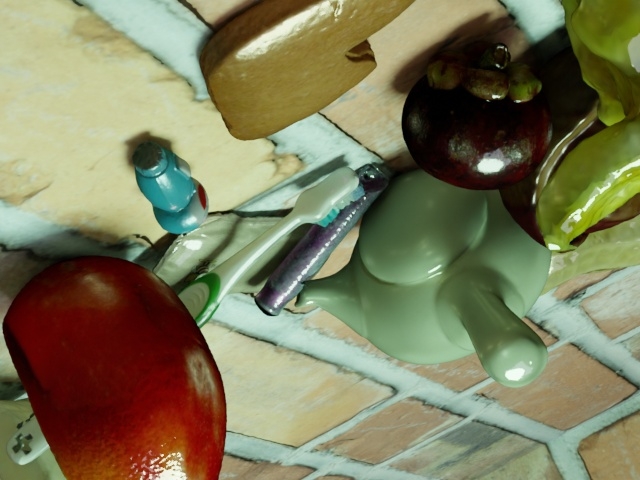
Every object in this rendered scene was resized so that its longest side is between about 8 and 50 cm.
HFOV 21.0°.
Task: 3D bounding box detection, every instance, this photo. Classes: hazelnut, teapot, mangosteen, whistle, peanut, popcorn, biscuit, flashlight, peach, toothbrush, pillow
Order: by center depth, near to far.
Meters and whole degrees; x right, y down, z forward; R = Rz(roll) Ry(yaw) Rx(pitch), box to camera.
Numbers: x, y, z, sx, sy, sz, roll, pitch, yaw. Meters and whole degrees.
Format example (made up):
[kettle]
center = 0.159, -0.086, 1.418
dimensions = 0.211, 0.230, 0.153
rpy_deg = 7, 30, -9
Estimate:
[biscuit]
center = 0.001, -0.145, 1.318
dimensions = 0.186, 0.036, 0.192
rpy_deg = -26, 163, -2
[popcorn]
center = 0.320, -0.134, 1.378
dimensions = 0.321, 0.290, 0.326
rpy_deg = -13, 141, 14
[flashlight]
center = -0.126, -0.043, 1.411
dimensions = 0.051, 0.051, 0.129
rpy_deg = -26, 158, 3
[mangosteen]
center = 0.136, -0.111, 1.468
dimensions = 0.140, 0.140, 0.140
rpy_deg = -23, 161, -8
[peach]
center = -0.170, 0.125, 1.479
dimensions = 0.158, 0.267, 0.154
rpy_deg = -31, 146, 11
[hazelnut]
center = 0.248, -0.094, 1.568
dimensions = 0.201, 0.160, 0.170
rpy_deg = -43, 169, 34
[toothbrush]
center = -0.129, 0.070, 1.594
dimensions = 0.418, 0.042, 0.040
rpy_deg = -38, 154, 2
[teapot]
center = 0.143, 0.031, 1.625
dimensions = 0.220, 0.318, 0.149
rpy_deg = -54, 130, -17
[whistle]
center = 0.000, 0.000, 1.643
dimensions = 0.176, 0.033, 0.033
rpy_deg = -50, 158, 6
[pillow]
center = -0.068, 0.015, 1.657
dimensions = 0.232, 0.038, 0.131
rpy_deg = -4, 143, -45
[peanut]
center = 0.257, -0.018, 1.841
dimensions = 0.325, 0.140, 0.153
rpy_deg = -20, 178, -11

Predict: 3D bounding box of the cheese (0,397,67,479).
[cheese]
center = -0.340, 0.314, 1.724
dimensions = 0.332, 0.292, 0.153
rpy_deg = -28, 163, 27
